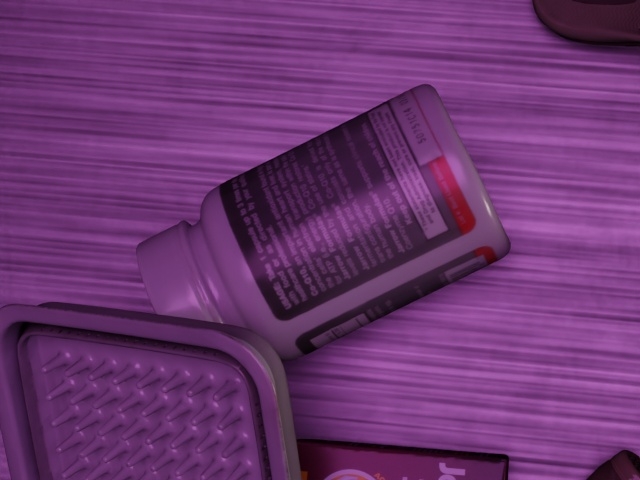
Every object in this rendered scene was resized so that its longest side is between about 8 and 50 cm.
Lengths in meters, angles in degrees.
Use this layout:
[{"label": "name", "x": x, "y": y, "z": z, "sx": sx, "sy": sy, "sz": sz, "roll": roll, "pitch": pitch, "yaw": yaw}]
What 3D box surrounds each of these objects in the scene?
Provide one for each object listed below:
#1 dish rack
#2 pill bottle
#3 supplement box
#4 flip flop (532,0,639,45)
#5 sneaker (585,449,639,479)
[{"label": "dish rack", "x": -0.124, "y": 0.200, "z": 1.408, "sx": 0.285, "sy": 0.072, "sz": 0.333, "roll": 6, "pitch": 116, "yaw": 31}, {"label": "pill bottle", "x": 0.000, "y": 0.000, "z": 1.449, "sx": 0.283, "sy": 0.161, "sz": 0.161, "roll": -26, "pitch": 82, "yaw": 4}, {"label": "supplement box", "x": 0.062, "y": 0.225, "z": 1.461, "sx": 0.188, "sy": 0.081, "sz": 0.104, "roll": 4, "pitch": 85, "yaw": 7}, {"label": "flip flop", "x": 0.304, "y": -0.217, "z": 1.438, "sx": 0.277, "sy": 0.080, "sz": 0.112, "roll": 5, "pitch": 73, "yaw": 26}, {"label": "sneaker", "x": 0.290, "y": 0.266, "z": 1.446, "sx": 0.071, "sy": 0.066, "sz": 0.188, "roll": -42, "pitch": 76, "yaw": 19}]
